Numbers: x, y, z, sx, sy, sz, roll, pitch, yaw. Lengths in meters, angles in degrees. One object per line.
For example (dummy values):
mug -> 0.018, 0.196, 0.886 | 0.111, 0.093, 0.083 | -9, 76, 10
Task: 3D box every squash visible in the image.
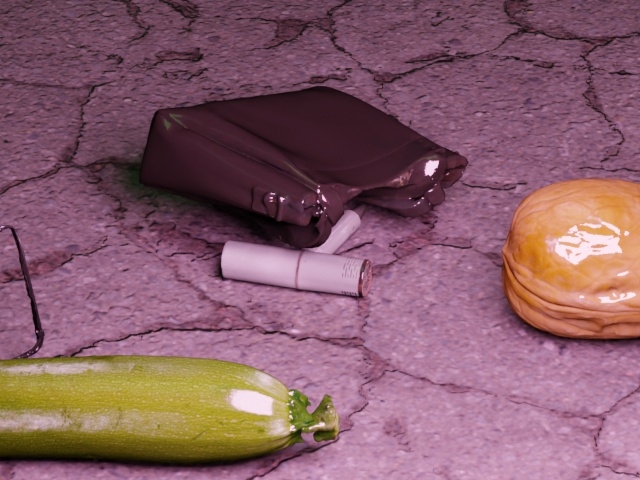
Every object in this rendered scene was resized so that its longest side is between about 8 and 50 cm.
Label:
squash -> -0.171, 0.153, 1.797 | 0.378, 0.101, 0.101 | 0, 32, 7

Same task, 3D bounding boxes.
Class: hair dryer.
hair dryer -> -0.007, -0.002, 2.100 | 0.154, 0.044, 0.183 | 9, 29, 12

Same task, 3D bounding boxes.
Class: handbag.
handbag -> -0.016, -0.079, 2.099 | 0.257, 0.114, 0.285 | 22, 23, 40

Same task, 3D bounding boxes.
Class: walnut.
walnut -> 0.277, 0.018, 1.942 | 0.197, 0.165, 0.165 | -4, 33, 0

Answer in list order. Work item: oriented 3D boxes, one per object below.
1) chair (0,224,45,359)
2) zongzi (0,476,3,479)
chair -> -0.394, 0.083, 1.860 | 0.140, 0.145, 0.221 | 13, 38, 37
zongzi -> -0.396, 0.365, 1.481 | 0.467, 0.218, 0.500 | -39, 58, -2
